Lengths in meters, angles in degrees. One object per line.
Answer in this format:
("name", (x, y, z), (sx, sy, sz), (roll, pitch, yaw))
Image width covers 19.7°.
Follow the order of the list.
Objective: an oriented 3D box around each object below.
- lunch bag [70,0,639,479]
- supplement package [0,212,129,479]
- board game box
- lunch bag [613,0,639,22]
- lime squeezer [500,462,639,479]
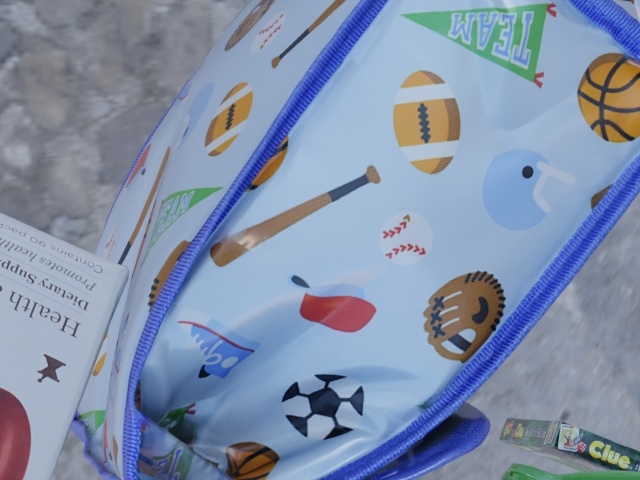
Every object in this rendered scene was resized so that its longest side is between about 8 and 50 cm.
("lunch bag", (0.000, 0.000, 1.115), (0.239, 0.328, 0.385), (40, 83, -13))
("supplement package", (-0.196, 0.082, 0.590), (0.194, 0.203, 0.149), (24, 138, -10))
("board game box", (0.254, 0.201, 1.712), (0.136, 0.259, 0.030), (19, 84, -3))
("lunch bag", (0.246, -0.274, 1.622), (0.115, 0.243, 0.303), (-15, 89, -18))
("lime squeezer", (0.115, 0.180, 1.125), (0.059, 0.110, 0.310), (45, 130, -1))
